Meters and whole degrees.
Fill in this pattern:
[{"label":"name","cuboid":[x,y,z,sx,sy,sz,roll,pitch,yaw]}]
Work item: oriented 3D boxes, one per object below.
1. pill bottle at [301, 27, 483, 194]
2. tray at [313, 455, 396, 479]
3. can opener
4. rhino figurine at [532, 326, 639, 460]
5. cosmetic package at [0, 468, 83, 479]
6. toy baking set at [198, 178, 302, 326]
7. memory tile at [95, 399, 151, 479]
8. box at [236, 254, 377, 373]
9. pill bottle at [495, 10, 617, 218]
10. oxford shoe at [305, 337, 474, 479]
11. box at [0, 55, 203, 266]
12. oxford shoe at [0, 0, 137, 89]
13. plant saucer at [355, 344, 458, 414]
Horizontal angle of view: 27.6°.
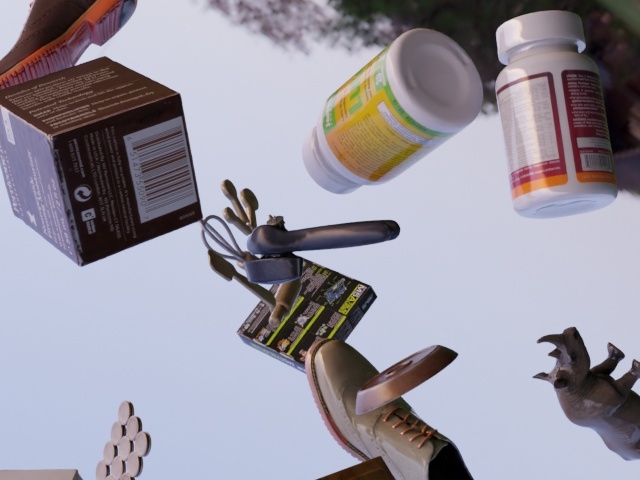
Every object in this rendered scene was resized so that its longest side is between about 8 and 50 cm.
[{"label":"pill bottle","cuboid":[0.080,-0.152,1.646,0.136,0.246,0.136,15,-119,-28]},{"label":"tray","cuboid":[0.099,0.467,1.547,0.203,0.076,0.411,-10,-119,-47]},{"label":"can opener","cuboid":[0.000,0.000,1.439,0.059,0.186,0.073,-36,-67,-67]},{"label":"rhino figurine","cuboid":[0.342,0.183,1.567,0.243,0.106,0.073,37,180,-26]},{"label":"cosmetic package","cuboid":[-0.303,0.449,1.510,0.197,0.155,0.365,-73,-28,-43]},{"label":"toy baking set","cuboid":[-0.096,0.024,1.783,0.196,0.030,0.256,53,-157,-18]},{"label":"memory tile","cuboid":[-0.291,0.322,1.924,0.012,0.148,0.113,9,-155,-35]},{"label":"box","cuboid":[-0.025,0.132,2.308,0.184,0.190,0.045,22,155,35]},{"label":"pill bottle","cuboid":[0.267,-0.144,1.504,0.121,0.121,0.221,10,-109,-55]},{"label":"oxford shoe","cuboid":[0.133,0.303,2.044,0.397,0.146,0.140,51,-128,-1]},{"label":"box","cuboid":[-0.267,-0.098,1.534,0.167,0.168,0.203,-24,-150,-27]},{"label":"oxford shoe","cuboid":[-0.388,-0.287,1.842,0.098,0.271,0.097,42,156,12]},{"label":"plant saucer","cuboid":[0.116,0.192,1.846,0.029,0.168,0.168,59,-161,0]}]
